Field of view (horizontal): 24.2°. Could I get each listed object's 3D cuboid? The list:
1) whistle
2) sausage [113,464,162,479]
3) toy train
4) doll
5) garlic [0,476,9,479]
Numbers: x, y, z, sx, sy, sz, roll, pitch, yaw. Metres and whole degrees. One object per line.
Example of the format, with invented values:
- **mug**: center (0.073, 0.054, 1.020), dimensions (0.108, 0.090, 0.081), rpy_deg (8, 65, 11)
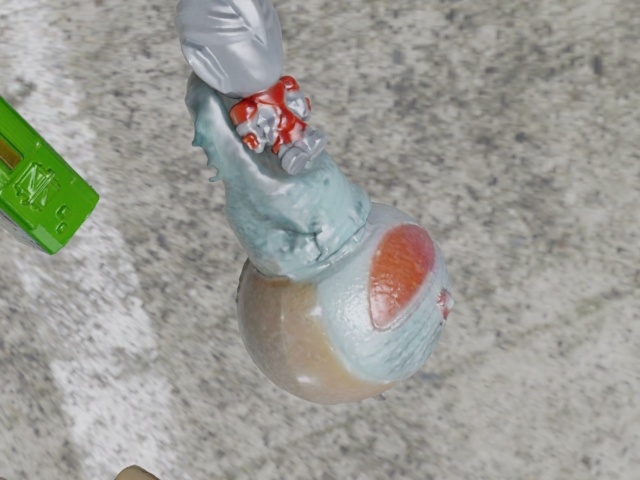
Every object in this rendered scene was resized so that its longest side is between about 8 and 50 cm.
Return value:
- **whistle**: center (0.000, 0.000, 1.209), dimensions (0.189, 0.189, 0.347), rpy_deg (-36, 121, -14)
- **sausage**: center (0.005, 0.227, 0.827), dimensions (0.301, 0.066, 0.065), rpy_deg (31, 85, -1)
- **toy train**: center (-0.185, -0.070, 0.714), dimensions (0.044, 0.042, 0.209), rpy_deg (-54, 134, -15)
- **doll**: center (-0.054, -0.131, 1.094), dimensions (0.094, 0.079, 0.180), rpy_deg (-36, 102, -36)
- **garlic**: center (-0.335, 0.256, 1.319), dimensions (0.159, 0.102, 0.147), rpy_deg (-20, 126, -3)
